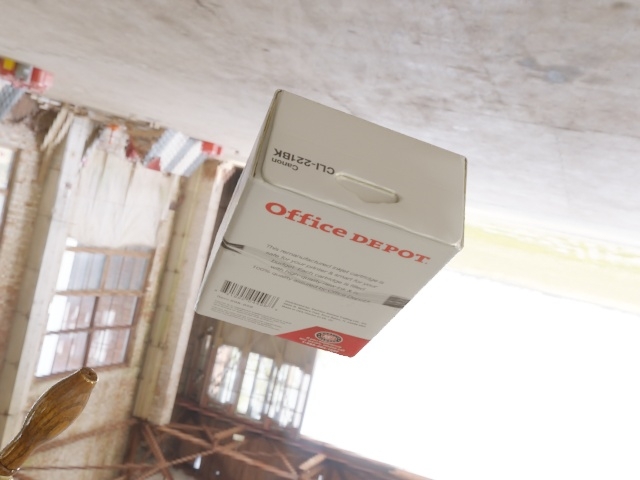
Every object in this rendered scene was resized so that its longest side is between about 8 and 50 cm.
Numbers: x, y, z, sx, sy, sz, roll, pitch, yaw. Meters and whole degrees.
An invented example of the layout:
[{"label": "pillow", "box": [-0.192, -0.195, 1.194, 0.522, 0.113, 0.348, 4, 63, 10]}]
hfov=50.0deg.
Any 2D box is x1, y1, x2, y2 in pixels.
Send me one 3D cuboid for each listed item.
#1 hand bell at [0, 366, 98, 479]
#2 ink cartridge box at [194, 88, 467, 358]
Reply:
[{"label": "hand bell", "box": [-0.297, 0.207, 0.659, 0.126, 0.242, 0.126, 42, -169, -10]}, {"label": "ink cartridge box", "box": [0.000, 0.000, 0.702, 0.196, 0.114, 0.273, 18, 147, -11]}]
